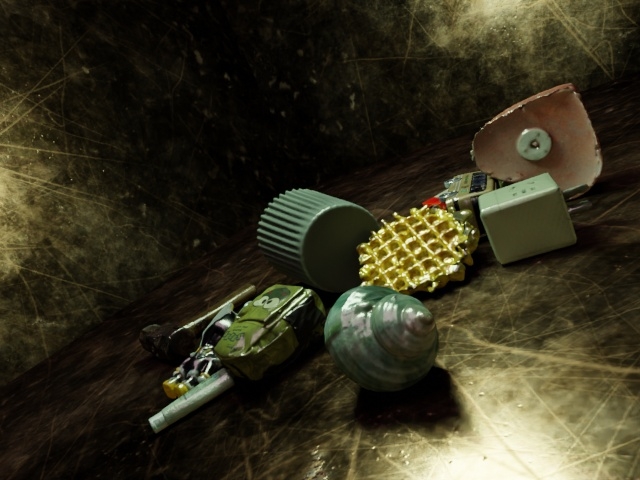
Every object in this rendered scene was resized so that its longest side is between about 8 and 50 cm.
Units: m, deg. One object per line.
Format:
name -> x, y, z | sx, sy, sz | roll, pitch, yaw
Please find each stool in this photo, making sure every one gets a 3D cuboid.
stool -> 0.000, 0.000, 1.385 | 0.297, 0.297, 0.330 | -29, 19, -17

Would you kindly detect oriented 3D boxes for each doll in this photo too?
doll -> -0.260, 0.267, 1.184 | 0.146, 0.103, 0.316 | -33, 11, 49

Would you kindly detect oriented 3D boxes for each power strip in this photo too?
power strip -> 0.481, -0.058, 1.031 | 0.225, 0.139, 0.140 | -19, 13, 23

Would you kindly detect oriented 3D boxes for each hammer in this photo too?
hammer -> -0.361, 0.250, 1.511 | 0.409, 0.095, 0.243 | -29, 13, -39

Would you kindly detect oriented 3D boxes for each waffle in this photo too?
waffle -> 0.236, 0.029, 1.143 | 0.330, 0.062, 0.329 | -21, 38, 17

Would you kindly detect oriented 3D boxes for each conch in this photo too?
conch -> 0.116, 0.162, 0.815 | 0.221, 0.195, 0.277 | 0, -20, -15

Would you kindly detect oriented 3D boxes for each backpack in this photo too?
backpack -> -0.117, 0.213, 1.076 | 0.253, 0.139, 0.207 | -42, 21, -32

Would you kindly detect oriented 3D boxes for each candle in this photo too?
candle -> 0.580, -0.270, 1.224 | 0.317, 0.287, 0.131 | 22, 34, 17

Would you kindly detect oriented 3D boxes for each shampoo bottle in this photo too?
shampoo bottle -> -0.282, 0.352, 1.028 | 0.191, 0.041, 0.069 | -30, 21, -21

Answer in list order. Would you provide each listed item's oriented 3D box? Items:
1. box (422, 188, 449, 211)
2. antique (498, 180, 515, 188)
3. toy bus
box -> 0.447, -0.144, 1.620 | 0.152, 0.048, 0.100 | -26, 12, -14
antique -> 0.620, -0.216, 1.511 | 0.221, 0.080, 0.081 | -31, 16, -25
toy bus -> 0.433, -0.103, 1.305 | 0.158, 0.139, 0.289 | -13, 14, 24
